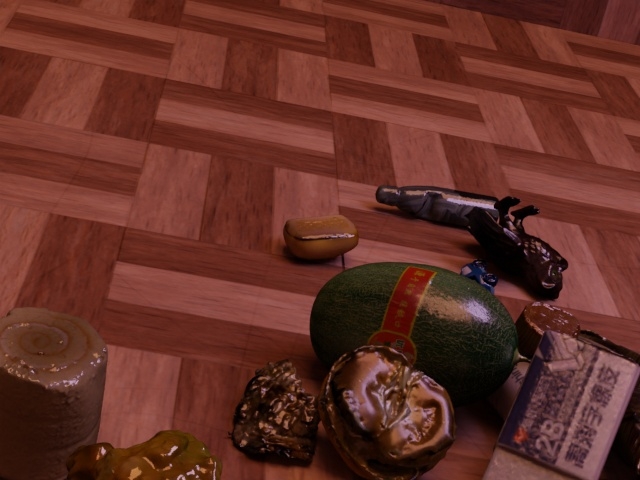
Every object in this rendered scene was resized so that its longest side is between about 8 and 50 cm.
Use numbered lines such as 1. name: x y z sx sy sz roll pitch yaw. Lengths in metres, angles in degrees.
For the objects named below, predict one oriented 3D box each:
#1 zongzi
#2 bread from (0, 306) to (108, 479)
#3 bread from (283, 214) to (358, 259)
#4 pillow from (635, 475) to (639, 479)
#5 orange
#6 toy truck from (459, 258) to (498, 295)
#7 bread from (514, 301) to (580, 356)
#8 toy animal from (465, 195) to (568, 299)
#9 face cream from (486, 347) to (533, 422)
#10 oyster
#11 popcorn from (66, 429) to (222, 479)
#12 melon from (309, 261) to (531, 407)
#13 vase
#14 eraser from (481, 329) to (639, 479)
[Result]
1. zongzi: 0.347 0.199 1.635 0.247 0.111 0.241 27 21 27
2. bread: -0.299 0.164 1.367 0.134 0.141 0.148 11 26 -3
3. bread: 0.000 0.000 1.946 0.115 0.056 0.082 -7 31 -25
4. pillow: 0.406 0.331 1.500 0.135 0.034 0.211 26 26 31
5. orange: 0.072 0.208 1.492 0.160 0.112 0.170 -1 71 -20
6. toy truck: 0.215 0.070 1.918 0.090 0.056 0.073 -11 39 -18
7. bread: 0.288 0.122 1.643 0.085 0.053 0.085 13 37 -10
8. toy animal: 0.316 0.026 2.039 0.218 0.116 0.179 26 39 -48
9. face cream: 0.243 0.167 1.688 0.092 0.092 0.311 2 27 -23
10. oyster: -0.047 0.199 1.528 0.105 0.056 0.177 9 30 8
11. popcorn: -0.163 0.267 1.192 0.155 0.198 0.197 -8 29 -7
12. melon: 0.125 0.120 1.607 0.287 0.182 0.182 8 23 19
13. vase: 0.195 -0.063 2.163 0.211 0.060 0.060 11 26 -9
14. eraser: 0.279 0.222 1.494 0.124 0.068 0.210 22 68 14
